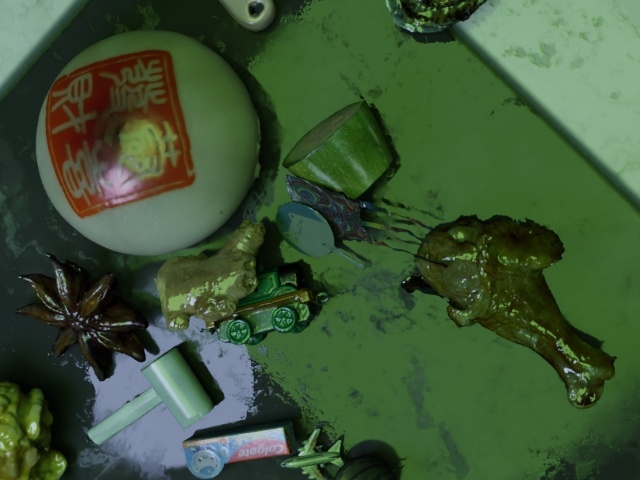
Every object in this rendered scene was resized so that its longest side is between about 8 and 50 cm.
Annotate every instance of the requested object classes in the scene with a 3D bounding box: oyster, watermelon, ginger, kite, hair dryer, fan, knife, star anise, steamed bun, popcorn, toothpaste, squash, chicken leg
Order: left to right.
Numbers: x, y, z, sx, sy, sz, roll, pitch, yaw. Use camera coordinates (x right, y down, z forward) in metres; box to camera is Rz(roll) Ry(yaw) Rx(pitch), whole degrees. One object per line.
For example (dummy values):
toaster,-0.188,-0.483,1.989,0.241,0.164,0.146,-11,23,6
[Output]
popcorn,-0.550,0.344,1.646,0.217,0.181,0.234,15,101,7
star anise,-0.398,0.116,1.649,0.272,0.102,0.271,10,125,15
steamed bun,-0.290,-0.157,1.544,0.375,0.241,0.374,1,94,13
hair dryer,-0.310,0.298,1.661,0.236,0.073,0.131,-34,89,13
knife,-0.201,-0.480,1.608,0.336,0.043,0.081,44,94,7
ginger,-0.168,0.063,1.551,0.213,0.074,0.137,-27,68,0
toothpaste,-0.135,0.357,1.631,0.194,0.044,0.070,-12,91,19
fan,0.000,0.000,1.581,0.175,0.005,0.113,33,141,10
squash,0.037,-0.138,1.533,0.170,0.170,0.123,-43,99,9
kite,0.071,-0.027,1.502,0.286,0.152,0.015,19,61,33
watermelon,0.084,0.404,1.584,0.133,0.105,0.105,-32,88,-12
oyster,0.220,-0.490,1.495,0.162,0.158,0.350,21,89,-35
chicken leg,0.322,0.084,1.505,0.361,0.140,0.211,32,119,6

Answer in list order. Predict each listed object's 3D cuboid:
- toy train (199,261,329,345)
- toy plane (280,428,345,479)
toy train,-0.101,0.101,1.602,0.228,0.091,0.136,-18,80,10
toy plane,-0.012,0.371,1.627,0.111,0.040,0.102,-10,90,11
